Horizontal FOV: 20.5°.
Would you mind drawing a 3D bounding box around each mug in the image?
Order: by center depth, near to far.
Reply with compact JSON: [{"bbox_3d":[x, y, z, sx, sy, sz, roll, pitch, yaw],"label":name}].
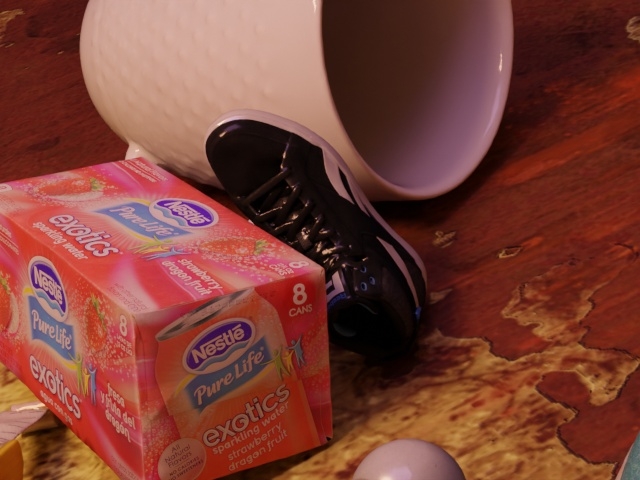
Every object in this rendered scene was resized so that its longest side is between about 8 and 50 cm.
[{"bbox_3d":[-0.056,-0.130,1.537,0.328,0.276,0.374,1,63,40],"label":"mug"}]

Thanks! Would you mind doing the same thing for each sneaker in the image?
[{"bbox_3d":[0.000,0.000,1.293,0.079,0.217,0.121,-41,19,22],"label":"sneaker"}]

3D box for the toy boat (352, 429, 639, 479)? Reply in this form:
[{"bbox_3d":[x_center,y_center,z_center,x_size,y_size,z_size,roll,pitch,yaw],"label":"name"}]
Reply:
[{"bbox_3d":[0.180,0.161,0.972,0.318,0.148,0.267,-9,29,13],"label":"toy boat"}]

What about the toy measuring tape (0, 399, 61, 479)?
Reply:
[{"bbox_3d":[-0.228,0.197,1.212,0.121,0.121,0.330,-13,6,7],"label":"toy measuring tape"}]

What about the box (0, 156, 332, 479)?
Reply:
[{"bbox_3d":[-0.130,0.052,1.307,0.154,0.142,0.300,-13,24,-27],"label":"box"}]
